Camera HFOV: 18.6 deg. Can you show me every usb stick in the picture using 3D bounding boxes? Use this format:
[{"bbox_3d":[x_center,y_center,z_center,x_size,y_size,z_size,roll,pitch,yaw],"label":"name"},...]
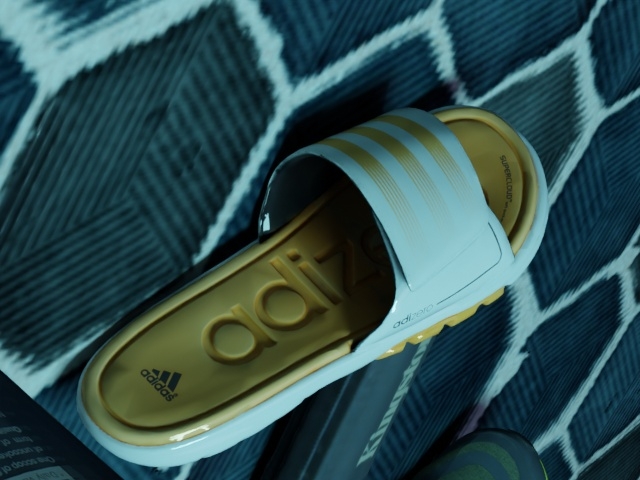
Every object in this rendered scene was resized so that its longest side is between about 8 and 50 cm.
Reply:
[{"bbox_3d":[0.021,0.080,1.058,0.077,0.045,0.278,-12,133,-52],"label":"usb stick"}]

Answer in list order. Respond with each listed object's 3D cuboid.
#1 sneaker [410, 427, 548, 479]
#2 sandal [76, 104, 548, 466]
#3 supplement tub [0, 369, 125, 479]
[{"bbox_3d":[0.031,0.227,1.195,0.300,0.111,0.121,-47,150,-15],"label":"sneaker"},{"bbox_3d":[0.007,0.007,0.878,0.265,0.102,0.076,-35,152,-28],"label":"sandal"},{"bbox_3d":[-0.132,0.142,0.623,0.191,0.272,0.191,-39,151,-26],"label":"supplement tub"}]
